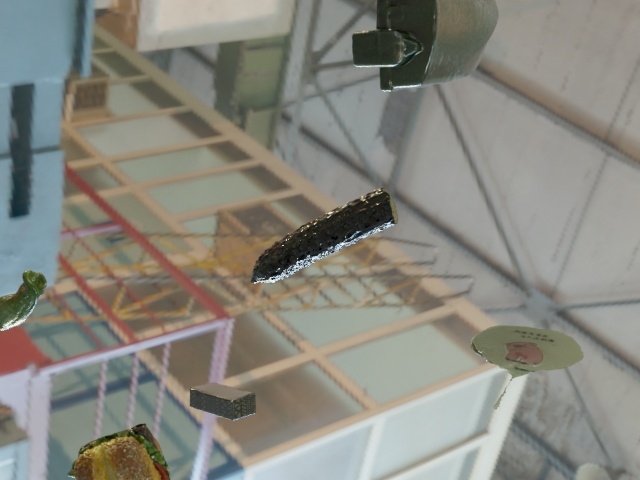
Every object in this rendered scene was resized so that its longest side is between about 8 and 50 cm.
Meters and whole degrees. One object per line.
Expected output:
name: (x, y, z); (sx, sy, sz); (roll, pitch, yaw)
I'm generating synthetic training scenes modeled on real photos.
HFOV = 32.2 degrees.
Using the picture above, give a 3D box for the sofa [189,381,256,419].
sofa: (-0.173, 0.283, 1.955); (0.118, 0.060, 0.039); (8, -77, 42)

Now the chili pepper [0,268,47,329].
chili pepper: (-0.597, 0.128, 2.142); (0.204, 0.072, 0.073); (-36, -82, 29)

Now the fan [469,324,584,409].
fan: (0.301, 0.188, 1.689); (0.182, 0.310, 0.010); (6, -70, 19)

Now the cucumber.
cucumber: (-0.001, -0.002, 1.887); (0.300, 0.072, 0.072); (-26, -101, 18)

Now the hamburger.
hamburger: (-0.266, 0.343, 1.496); (0.137, 0.087, 0.166); (-22, -93, 9)

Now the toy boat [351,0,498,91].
toy boat: (0.117, -0.229, 1.129); (0.092, 0.319, 0.141); (2, -79, 25)
